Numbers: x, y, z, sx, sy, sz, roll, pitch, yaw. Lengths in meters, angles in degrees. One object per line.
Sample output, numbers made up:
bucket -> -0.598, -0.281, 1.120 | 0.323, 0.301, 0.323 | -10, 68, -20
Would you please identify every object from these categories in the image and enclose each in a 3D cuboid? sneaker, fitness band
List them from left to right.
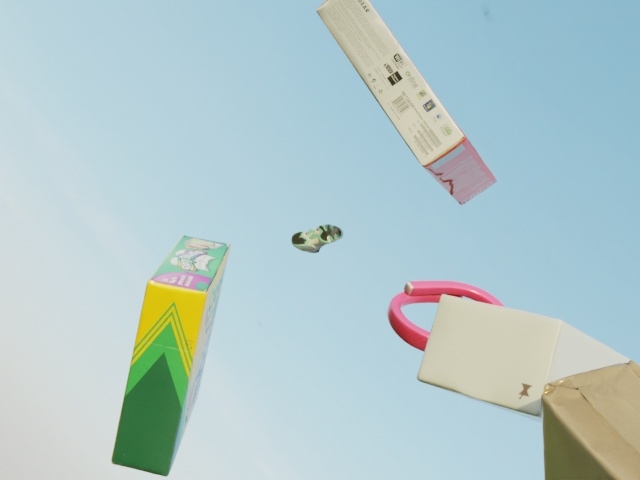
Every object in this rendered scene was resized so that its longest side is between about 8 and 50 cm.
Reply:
sneaker -> 0.000, 0.000, 1.791 | 0.098, 0.038, 0.069 | -7, -21, 13
fitness band -> 0.289, 0.171, 2.142 | 0.209, 0.291, 0.054 | -119, -142, -48

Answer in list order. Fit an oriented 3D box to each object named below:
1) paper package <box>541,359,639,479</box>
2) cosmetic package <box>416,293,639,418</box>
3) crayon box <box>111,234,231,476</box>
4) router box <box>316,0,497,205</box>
paper package -> 0.453, 0.388, 1.345 | 0.309, 0.168, 0.324 | -129, -154, -57
cosmetic package -> 0.391, 0.239, 1.729 | 0.230, 0.161, 0.453 | 12, -9, 37
crayon box -> -0.249, 0.181, 1.674 | 0.106, 0.313, 0.363 | 14, 12, -3
router box -> 0.153, -0.241, 1.649 | 0.335, 0.082, 0.301 | 58, 11, 18
